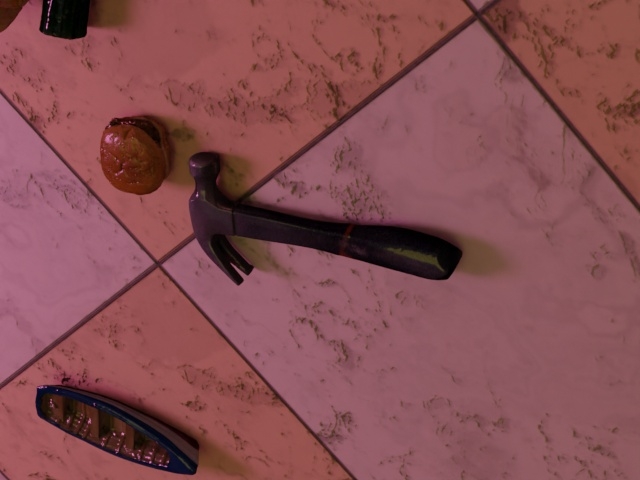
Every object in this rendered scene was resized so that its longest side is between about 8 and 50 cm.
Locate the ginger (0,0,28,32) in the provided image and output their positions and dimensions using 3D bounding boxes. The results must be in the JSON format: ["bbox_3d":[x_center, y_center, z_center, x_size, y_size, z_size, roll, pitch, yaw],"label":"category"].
[{"bbox_3d":[-0.395,-0.312,1.273,0.294,0.086,0.131,33,139,16],"label":"ginger"}]

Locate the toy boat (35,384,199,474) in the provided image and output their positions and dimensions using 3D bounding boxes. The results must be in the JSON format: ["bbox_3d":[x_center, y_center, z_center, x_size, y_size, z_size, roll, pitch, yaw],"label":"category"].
[{"bbox_3d":[-0.244,0.229,1.565,0.228,0.046,0.080,18,126,16],"label":"toy boat"}]

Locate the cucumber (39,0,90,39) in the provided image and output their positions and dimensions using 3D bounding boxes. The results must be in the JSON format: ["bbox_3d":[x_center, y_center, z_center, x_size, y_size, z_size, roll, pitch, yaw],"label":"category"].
[{"bbox_3d":[-0.248,-0.246,1.252,0.048,0.048,0.105,24,128,12],"label":"cucumber"}]

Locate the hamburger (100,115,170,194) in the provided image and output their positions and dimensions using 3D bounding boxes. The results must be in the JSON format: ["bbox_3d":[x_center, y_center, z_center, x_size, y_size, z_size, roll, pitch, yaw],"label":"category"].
[{"bbox_3d":[-0.194,-0.089,1.331,0.076,0.044,0.083,11,128,22],"label":"hamburger"}]

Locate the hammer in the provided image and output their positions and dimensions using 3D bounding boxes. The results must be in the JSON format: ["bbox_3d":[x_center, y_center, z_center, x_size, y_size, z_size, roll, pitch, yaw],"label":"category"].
[{"bbox_3d":[0.000,0.000,1.290,0.289,0.037,0.137,13,125,21],"label":"hammer"}]
